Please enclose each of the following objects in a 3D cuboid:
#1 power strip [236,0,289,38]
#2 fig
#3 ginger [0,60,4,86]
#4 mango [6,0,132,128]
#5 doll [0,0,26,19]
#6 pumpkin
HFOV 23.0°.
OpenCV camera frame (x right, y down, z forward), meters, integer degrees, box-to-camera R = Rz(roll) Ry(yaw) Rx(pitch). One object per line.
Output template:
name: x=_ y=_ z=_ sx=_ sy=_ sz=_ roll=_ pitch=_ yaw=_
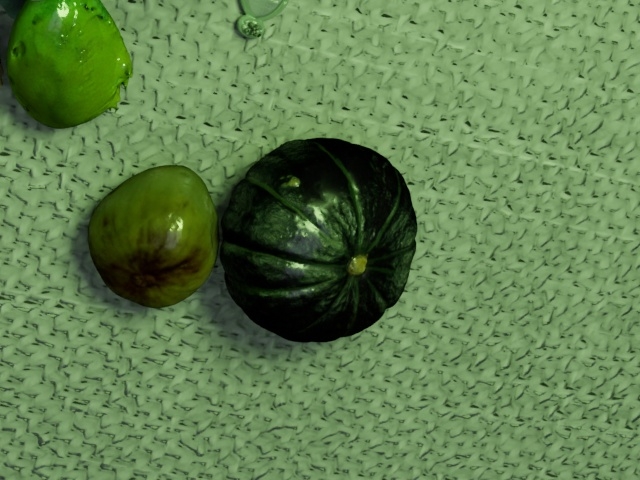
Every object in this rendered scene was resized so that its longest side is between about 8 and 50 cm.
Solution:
power strip: x=-0.060 y=-0.248 z=1.632 sx=0.055 sy=0.035 sz=0.083 roll=20 pitch=101 yaw=-18
fig: x=-0.171 y=-0.003 z=1.643 sx=0.136 sy=0.121 sz=0.153 roll=36 pitch=105 yaw=-16
ginger: x=-0.419 y=-0.199 z=1.560 sx=0.214 sy=0.059 sz=0.133 roll=37 pitch=90 yaw=-22
mango: x=-0.253 y=-0.187 z=1.561 sx=0.119 sy=0.100 sz=0.178 roll=-33 pitch=150 yaw=-26
doll: x=-0.302 y=-0.299 z=1.539 sx=0.120 sy=0.075 sz=0.179 roll=-16 pitch=112 yaw=-12
pumpkin: x=0.000 y=0.000 z=1.649 sx=0.221 sy=0.162 sz=0.220 roll=-12 pitch=115 yaw=-27
